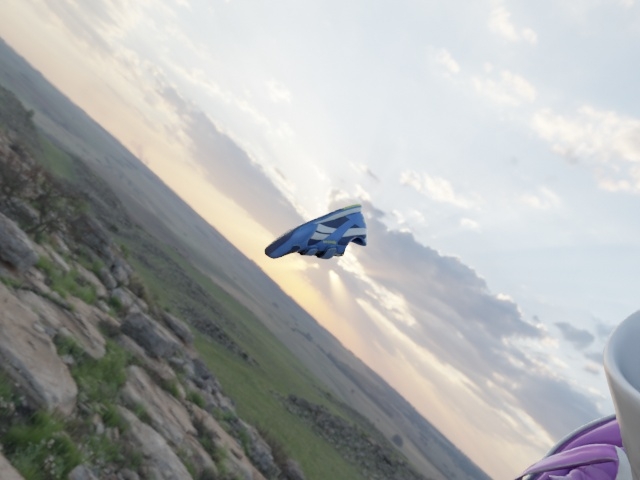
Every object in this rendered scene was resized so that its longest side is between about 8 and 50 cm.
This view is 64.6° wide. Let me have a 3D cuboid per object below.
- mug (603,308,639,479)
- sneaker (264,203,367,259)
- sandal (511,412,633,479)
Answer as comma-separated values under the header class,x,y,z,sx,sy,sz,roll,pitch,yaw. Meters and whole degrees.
class,x,y,z,sx,sy,sz,roll,pitch,yaw
mug,0.439,0.202,0.351,0.276,0.375,0.327,-48,120,-75
sneaker,0.000,0.000,0.637,0.053,0.144,0.059,-12,-81,69
sandal,0.256,0.300,0.529,0.169,0.417,0.102,44,-23,52
